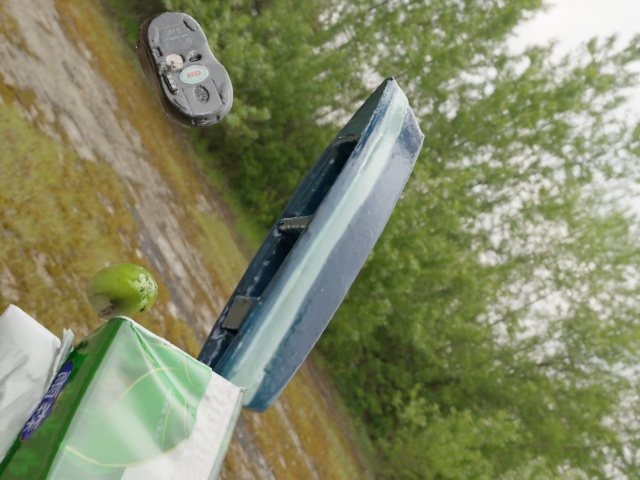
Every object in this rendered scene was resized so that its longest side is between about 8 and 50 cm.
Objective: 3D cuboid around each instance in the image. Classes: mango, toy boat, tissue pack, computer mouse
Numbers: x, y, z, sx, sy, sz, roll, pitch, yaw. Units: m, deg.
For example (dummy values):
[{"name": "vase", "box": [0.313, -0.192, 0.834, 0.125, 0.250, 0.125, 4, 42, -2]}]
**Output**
[{"name": "mango", "box": [-0.256, 0.064, 1.030, 0.165, 0.091, 0.074, -18, -95, 60]}, {"name": "toy boat", "box": [0.000, 0.000, 0.636, 0.062, 0.299, 0.096, 34, -12, -14]}, {"name": "tissue pack", "box": [-0.164, 0.155, 0.445, 0.156, 0.148, 0.209, 36, 55, -23]}, {"name": "computer mouse", "box": [-0.254, -0.310, 1.465, 0.096, 0.137, 0.233, -34, -104, 59]}]
